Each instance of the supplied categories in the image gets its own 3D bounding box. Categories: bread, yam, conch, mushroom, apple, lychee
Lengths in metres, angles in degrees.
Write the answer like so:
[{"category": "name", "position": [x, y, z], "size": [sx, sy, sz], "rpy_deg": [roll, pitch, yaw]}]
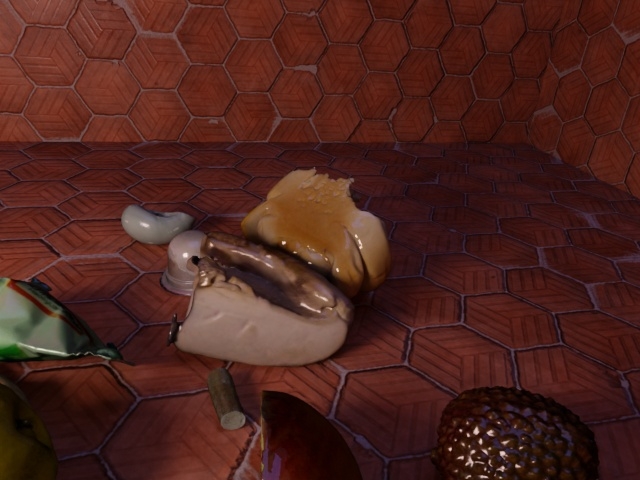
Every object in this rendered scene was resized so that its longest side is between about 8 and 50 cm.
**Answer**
[{"category": "bread", "position": [-0.010, -0.011, 1.424], "size": [0.424, 0.329, 0.245], "rpy_deg": [33, 38, 33]}, {"category": "yam", "position": [-0.191, 0.317, 1.051], "size": [0.054, 0.054, 0.132], "rpy_deg": [-7, 30, -23]}, {"category": "conch", "position": [-0.504, -0.051, 1.637], "size": [0.221, 0.121, 0.185], "rpy_deg": [7, 23, -10]}, {"category": "mushroom", "position": [-0.126, 0.144, 1.265], "size": [0.397, 0.224, 0.313], "rpy_deg": [13, 16, -8]}, {"category": "apple", "position": [-0.031, 0.373, 0.798], "size": [0.254, 0.179, 0.346], "rpy_deg": [40, 8, -15]}, {"category": "lychee", "position": [0.309, 0.355, 0.862], "size": [0.271, 0.236, 0.236], "rpy_deg": [-23, 7, 37]}]

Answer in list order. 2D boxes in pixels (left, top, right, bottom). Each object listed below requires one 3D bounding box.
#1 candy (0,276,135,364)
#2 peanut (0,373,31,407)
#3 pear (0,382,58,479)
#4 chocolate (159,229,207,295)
[{"category": "candy", "position": [-0.565, 0.180, 1.025], "size": [0.398, 0.172, 0.263], "rpy_deg": [22, -7, -2]}, {"category": "peanut", "position": [-0.636, 0.286, 0.961], "size": [0.263, 0.117, 0.101], "rpy_deg": [13, 5, 24]}, {"category": "pear", "position": [-0.563, 0.335, 0.715], "size": [0.375, 0.287, 0.287], "rpy_deg": [-23, 32, -6]}, {"category": "chocolate", "position": [-0.347, 0.043, 1.457], "size": [0.221, 0.147, 0.221], "rpy_deg": [3, 23, -1]}]
